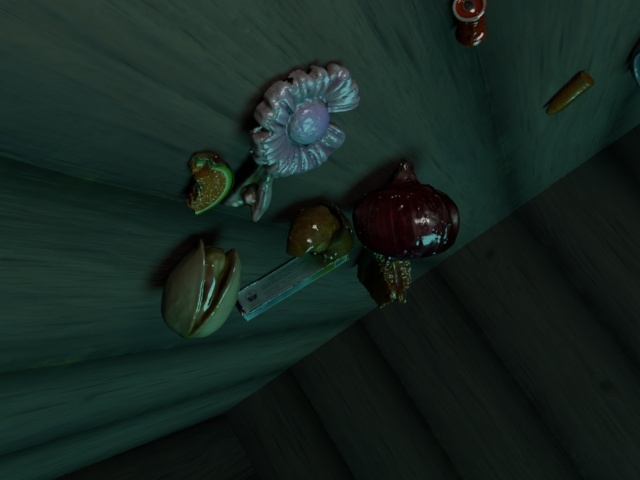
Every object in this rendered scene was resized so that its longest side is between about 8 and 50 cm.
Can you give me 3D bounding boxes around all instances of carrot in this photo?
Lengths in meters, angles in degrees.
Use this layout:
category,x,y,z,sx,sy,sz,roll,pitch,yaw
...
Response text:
category,x,y,z,sx,sy,sz,roll,pitch,yaw
carrot,0.638,-0.372,1.493,0.048,0.048,0.139,-19,160,-41

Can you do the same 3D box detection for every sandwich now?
category,x,y,z,sx,sy,sz,roll,pitch,yaw
sandwich,0.198,0.102,1.804,0.109,0.212,0.292,-13,173,-14
sandwich,-0.161,-0.082,0.830,0.067,0.029,0.135,-18,160,-29

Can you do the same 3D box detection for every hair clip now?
category,x,y,z,sx,sy,sz,roll,pitch,yaw
hair clip,-0.057,-0.123,0.838,0.173,0.069,0.300,-17,158,-44

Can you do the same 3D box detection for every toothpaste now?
category,x,y,z,sx,sy,sz,roll,pitch,yaw
toothpaste,-0.073,0.097,1.467,0.313,0.071,0.089,-31,167,-7

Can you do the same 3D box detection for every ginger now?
category,x,y,z,sx,sy,sz,roll,pitch,yaw
ginger,0.008,-0.011,1.243,0.133,0.107,0.309,-49,166,5

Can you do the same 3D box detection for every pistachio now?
category,x,y,z,sx,sy,sz,roll,pitch,yaw
pistachio,-0.216,0.094,1.049,0.144,0.144,0.215,-18,148,-43

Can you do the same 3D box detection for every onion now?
category,x,y,z,sx,sy,sz,roll,pitch,yaw
onion,0.194,-0.064,1.285,0.252,0.219,0.252,4,-171,-1

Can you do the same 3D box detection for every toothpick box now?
category,x,y,z,sx,sy,sz,roll,pitch,yaw
toothpick box,0.215,-0.316,0.829,0.047,0.047,0.083,-36,164,9

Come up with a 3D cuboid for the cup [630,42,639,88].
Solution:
category,x,y,z,sx,sy,sz,roll,pitch,yaw
cup,1.006,-0.512,1.518,0.311,0.331,0.256,-33,131,6
